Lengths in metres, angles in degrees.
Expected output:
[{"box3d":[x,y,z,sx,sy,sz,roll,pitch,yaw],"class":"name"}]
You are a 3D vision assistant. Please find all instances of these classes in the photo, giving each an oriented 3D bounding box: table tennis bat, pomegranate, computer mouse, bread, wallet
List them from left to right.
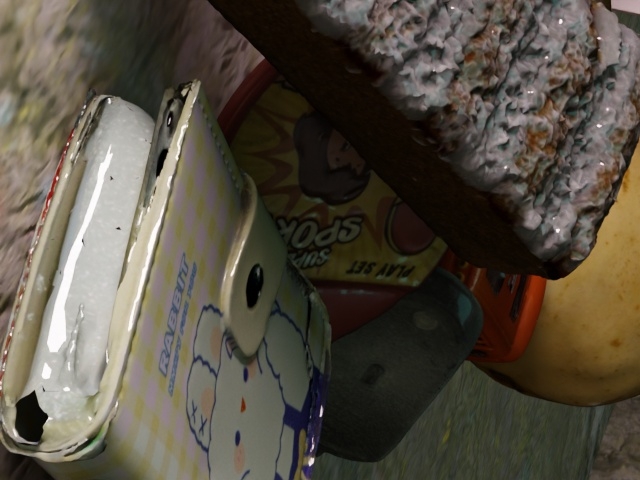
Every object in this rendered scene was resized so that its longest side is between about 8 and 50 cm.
[{"box3d":[-0.067,0.075,1.021,0.309,0.077,0.223,59,35,-58],"class":"wallet"},{"box3d":[0.000,0.000,1.187,0.200,0.038,0.310,3,114,-32],"class":"table tennis bat"},{"box3d":[0.039,0.082,1.338,0.229,0.113,0.068,-51,-168,42],"class":"computer mouse"},{"box3d":[0.049,-0.138,1.017,0.416,0.113,0.165,41,65,-46],"class":"bread"},{"box3d":[0.242,-0.008,1.760,0.319,0.319,0.319,14,90,-75],"class":"pomegranate"}]

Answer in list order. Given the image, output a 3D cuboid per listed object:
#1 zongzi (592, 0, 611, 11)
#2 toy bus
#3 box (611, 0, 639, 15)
[{"box3d":[0.199,-0.249,1.563,0.288,0.134,0.286,12,93,-52],"class":"zongzi"},{"box3d":[0.095,0.017,1.505,0.329,0.153,0.143,52,52,-71],"class":"toy bus"},{"box3d":[0.279,-0.388,1.765,0.145,0.173,0.333,-43,144,-65],"class":"box"}]
